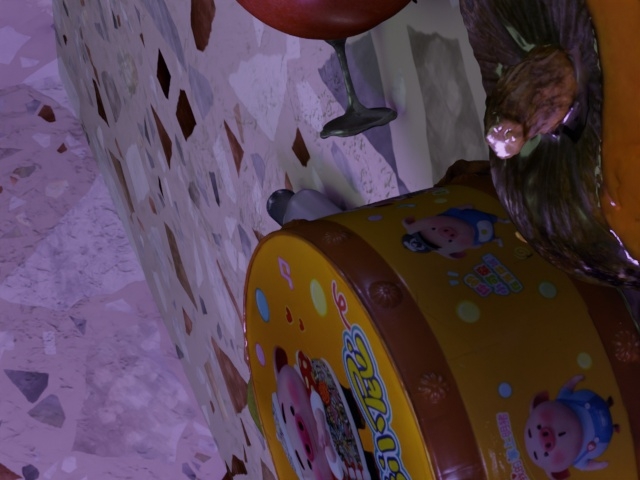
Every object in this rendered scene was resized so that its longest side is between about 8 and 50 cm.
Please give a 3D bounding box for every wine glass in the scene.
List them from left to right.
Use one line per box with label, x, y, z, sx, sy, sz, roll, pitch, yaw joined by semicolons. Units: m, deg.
wine glass;0.022;-0.218;1.324;0.122;0.122;0.182;30;138;63

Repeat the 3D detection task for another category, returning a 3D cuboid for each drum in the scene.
drum;0.104;0.162;1.029;0.431;0.214;0.431;165;90;-69

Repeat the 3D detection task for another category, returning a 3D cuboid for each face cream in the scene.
face cream;0.000;0.000;1.643;0.291;0.071;0.143;40;143;57

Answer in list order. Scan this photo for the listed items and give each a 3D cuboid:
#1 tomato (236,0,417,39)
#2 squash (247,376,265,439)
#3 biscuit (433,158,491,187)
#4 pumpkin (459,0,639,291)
tomato;0.003;-0.322;1.108;0.256;0.225;0.255;177;90;-68
squash;0.075;0.264;1.431;0.309;0.234;0.210;44;157;59
biscuit;0.203;0.072;1.125;0.334;0.081;0.289;65;156;23
pumpkin;0.192;-0.117;0.758;0.139;0.222;0.317;-154;50;-66
